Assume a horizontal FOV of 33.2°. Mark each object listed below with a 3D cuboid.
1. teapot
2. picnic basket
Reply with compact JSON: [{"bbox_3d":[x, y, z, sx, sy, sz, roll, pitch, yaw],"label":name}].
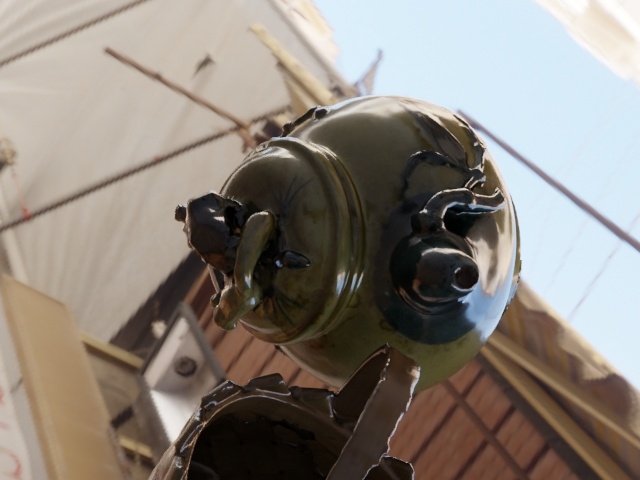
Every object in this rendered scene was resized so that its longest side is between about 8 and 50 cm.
[{"bbox_3d":[0.000,0.000,0.605,0.269,0.183,0.173,14,-81,49],"label":"teapot"},{"bbox_3d":[-0.005,0.123,0.509,0.178,0.138,0.128,-53,-173,37],"label":"picnic basket"}]
